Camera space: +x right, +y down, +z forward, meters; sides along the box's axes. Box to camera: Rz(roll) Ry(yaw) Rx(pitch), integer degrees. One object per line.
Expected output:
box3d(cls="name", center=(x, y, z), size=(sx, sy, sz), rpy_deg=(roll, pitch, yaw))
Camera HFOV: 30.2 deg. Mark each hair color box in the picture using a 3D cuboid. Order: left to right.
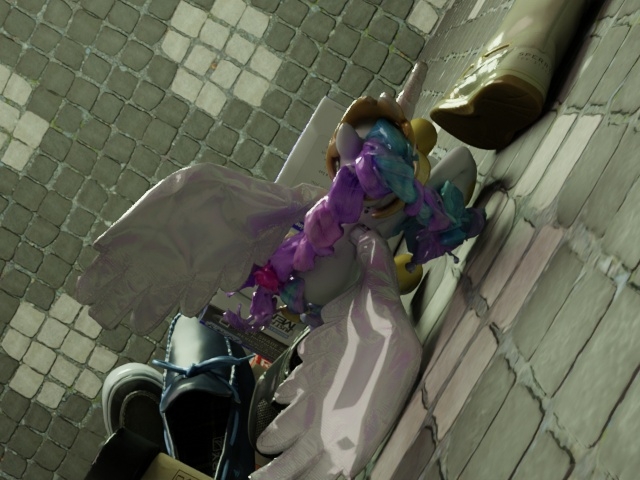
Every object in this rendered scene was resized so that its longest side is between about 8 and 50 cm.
box3d(cls="hair color box", center=(0.000, 0.000, 1.579), size=(0.339, 0.185, 0.110), rpy_deg=(-62, 3, -24))

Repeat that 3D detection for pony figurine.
box3d(cls="pony figurine", center=(0.006, 0.010, 1.067), size=(0.351, 0.302, 0.363), rpy_deg=(-52, -11, 6))

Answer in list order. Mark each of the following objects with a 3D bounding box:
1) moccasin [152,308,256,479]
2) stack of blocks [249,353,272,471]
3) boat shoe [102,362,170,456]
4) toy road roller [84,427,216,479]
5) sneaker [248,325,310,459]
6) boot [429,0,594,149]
box3d(cls="moccasin", center=(-0.140, 0.214, 1.527), size=(0.117, 0.137, 0.342), rpy_deg=(65, -175, -50))
box3d(cls="stack of blocks", center=(-0.060, 0.192, 1.699), size=(0.297, 0.087, 0.171), rpy_deg=(-60, 3, 8))
box3d(cls="boat shoe", center=(-0.213, 0.332, 1.665), size=(0.121, 0.335, 0.119), rpy_deg=(-20, 21, -4))
box3d(cls="toy road roller", center=(-0.197, 0.389, 1.254), size=(0.329, 0.202, 0.241), rpy_deg=(-57, -13, -44))
box3d(cls="sneaker", center=(-0.022, 0.165, 1.346), size=(0.228, 0.087, 0.130), rpy_deg=(-54, -1, 16))
box3d(cls="boot", center=(0.191, -0.182, 1.160), size=(0.165, 0.077, 0.213), rpy_deg=(-62, 8, -13))
